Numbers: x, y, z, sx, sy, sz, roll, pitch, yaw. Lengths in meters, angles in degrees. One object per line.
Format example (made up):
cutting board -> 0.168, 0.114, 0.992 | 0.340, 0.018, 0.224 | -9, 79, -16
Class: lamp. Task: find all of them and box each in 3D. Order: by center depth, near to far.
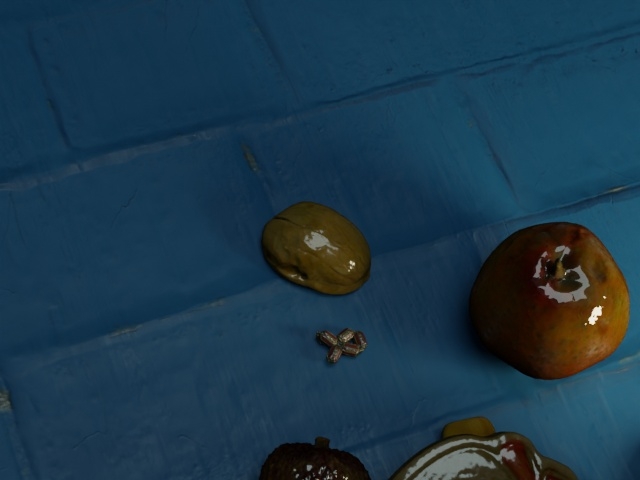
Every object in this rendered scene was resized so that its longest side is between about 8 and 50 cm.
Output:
lamp -> 0.040, 0.177, 2.035 | 0.083, 0.031, 0.063 | -14, 67, -21

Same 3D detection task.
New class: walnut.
walnut -> 0.002, 0.000, 2.088 | 0.211, 0.087, 0.167 | 25, 57, 2

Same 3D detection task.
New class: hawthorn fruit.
hawthorn fruit -> 0.399, 0.090, 1.999 | 0.277, 0.298, 0.277 | -2, 64, 3

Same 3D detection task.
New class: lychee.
lychee -> -0.009, 0.397, 1.827 | 0.194, 0.194, 0.194 | 5, 62, -9

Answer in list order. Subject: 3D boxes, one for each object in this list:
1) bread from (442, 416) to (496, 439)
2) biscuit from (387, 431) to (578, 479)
bread -> 0.264, 0.408, 1.932 | 0.092, 0.074, 0.239 | 0, 63, -17
biscuit -> 0.263, 0.482, 1.828 | 0.359, 0.074, 0.381 | -42, 91, -7
